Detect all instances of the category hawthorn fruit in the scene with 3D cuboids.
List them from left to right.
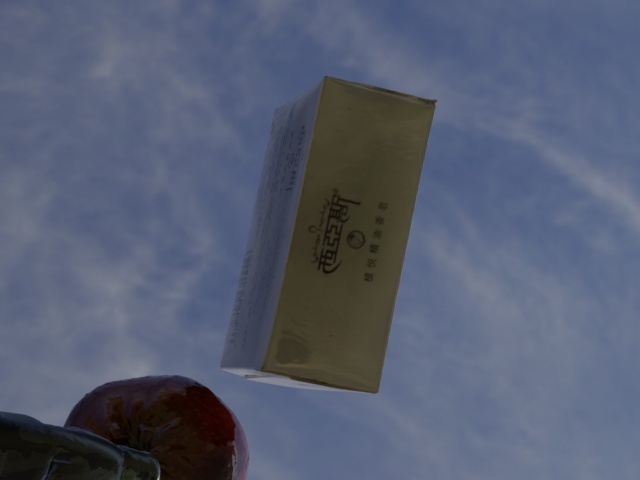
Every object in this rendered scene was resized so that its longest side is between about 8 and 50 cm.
[{"bbox_3d":[-0.151,0.214,1.530,0.200,0.179,0.179,48,-127,-75],"label":"hawthorn fruit"}]

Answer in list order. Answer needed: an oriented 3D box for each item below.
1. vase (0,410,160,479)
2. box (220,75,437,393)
[{"bbox_3d":[-0.198,0.149,1.109,0.211,0.060,0.060,14,-99,-39],"label":"vase"},{"bbox_3d":[0.002,0.001,1.524,0.116,0.203,0.274,13,-98,-12],"label":"box"}]
